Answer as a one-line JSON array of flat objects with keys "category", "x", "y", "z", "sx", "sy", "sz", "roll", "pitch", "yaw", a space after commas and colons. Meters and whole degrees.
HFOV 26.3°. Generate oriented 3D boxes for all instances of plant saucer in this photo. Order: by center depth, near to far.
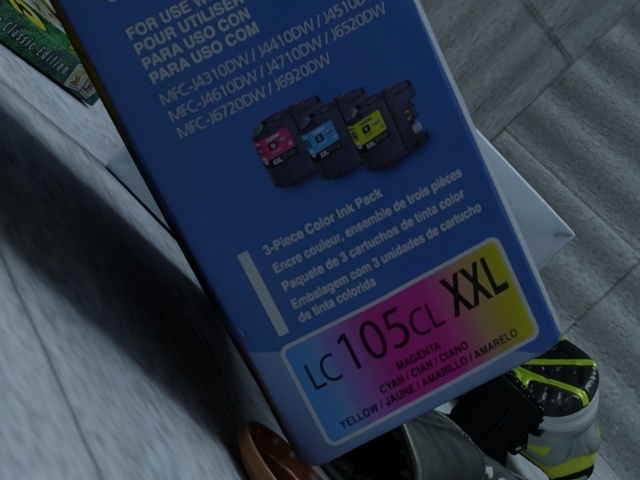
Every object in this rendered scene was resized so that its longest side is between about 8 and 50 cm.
[{"category": "plant saucer", "x": -0.011, "y": 0.122, "z": 0.654, "sx": 0.083, "sy": 0.013, "sz": 0.083, "roll": 47, "pitch": 6, "yaw": -6}]

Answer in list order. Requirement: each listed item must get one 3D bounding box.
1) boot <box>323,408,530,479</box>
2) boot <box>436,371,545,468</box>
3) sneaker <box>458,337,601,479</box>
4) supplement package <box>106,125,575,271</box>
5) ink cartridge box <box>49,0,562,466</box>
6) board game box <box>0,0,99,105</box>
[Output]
[{"category": "boot", "x": 0.081, "y": 0.150, "z": 0.844, "sx": 0.189, "sy": 0.076, "sz": 0.208, "roll": 34, "pitch": -7, "yaw": 21}, {"category": "boot", "x": 0.109, "y": 0.132, "z": 1.054, "sx": 0.121, "sy": 0.099, "sz": 0.045, "roll": 45, "pitch": 4, "yaw": -21}, {"category": "sneaker", "x": 0.202, "y": 0.159, "z": 1.624, "sx": 0.385, "sy": 0.145, "sz": 0.147, "roll": -128, "pitch": -156, "yaw": -63}, {"category": "supplement package", "x": 0.015, "y": -0.037, "z": 1.002, "sx": 0.262, "sy": 0.204, "sz": 0.145, "roll": 46, "pitch": 5, "yaw": -6}, {"category": "ink cartridge box", "x": -0.054, "y": -0.120, "z": 0.707, "sx": 0.395, "sy": 0.151, "sz": 0.270, "roll": 66, "pitch": -6, "yaw": -19}, {"category": "board game box", "x": -0.258, "y": -0.196, "z": 0.981, "sx": 0.136, "sy": 0.030, "sz": 0.259, "roll": 53, "pitch": 7, "yaw": 30}]
